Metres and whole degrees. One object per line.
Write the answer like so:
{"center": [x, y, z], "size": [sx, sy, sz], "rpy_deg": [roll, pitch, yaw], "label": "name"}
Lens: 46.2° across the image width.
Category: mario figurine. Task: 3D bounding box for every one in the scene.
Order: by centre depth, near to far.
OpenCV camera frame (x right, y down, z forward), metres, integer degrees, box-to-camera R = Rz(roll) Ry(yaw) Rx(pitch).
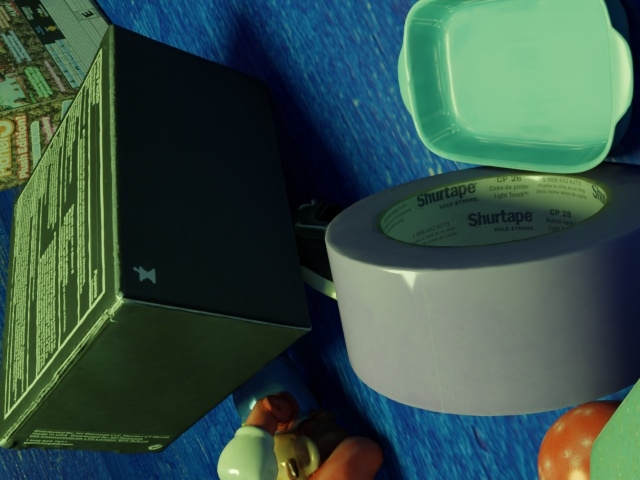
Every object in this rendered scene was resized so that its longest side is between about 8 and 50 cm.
{"center": [-0.069, 0.205, 0.841], "size": [0.320, 0.198, 0.170], "rpy_deg": [57, 134, 27], "label": "mario figurine"}

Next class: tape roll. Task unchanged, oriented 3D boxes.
{"center": [0.102, 0.016, 0.433], "size": [0.189, 0.189, 0.080], "rpy_deg": [16, 122, 54], "label": "tape roll"}

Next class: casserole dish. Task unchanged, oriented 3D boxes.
{"center": [0.122, -0.105, 0.473], "size": [0.188, 0.037, 0.114], "rpy_deg": [16, 121, 55], "label": "casserole dish"}

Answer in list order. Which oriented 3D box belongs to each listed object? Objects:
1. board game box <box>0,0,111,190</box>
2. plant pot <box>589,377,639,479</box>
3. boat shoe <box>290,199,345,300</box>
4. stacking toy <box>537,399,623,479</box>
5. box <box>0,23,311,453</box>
{"center": [-0.417, -0.209, 1.034], "size": [0.232, 0.291, 0.141], "rpy_deg": [52, 147, 27], "label": "board game box"}
{"center": [0.234, 0.124, 0.245], "size": [0.247, 0.247, 0.252], "rpy_deg": [100, 154, -43], "label": "plant pot"}
{"center": [0.000, 0.000, 0.726], "size": [0.233, 0.084, 0.079], "rpy_deg": [29, 95, 57], "label": "boat shoe"}
{"center": [0.237, 0.248, 0.436], "size": [0.330, 0.141, 0.141], "rpy_deg": [61, 150, 24], "label": "stacking toy"}
{"center": [-0.175, 0.016, 0.732], "size": [0.294, 0.183, 0.296], "rpy_deg": [-44, 46, 40], "label": "box"}
